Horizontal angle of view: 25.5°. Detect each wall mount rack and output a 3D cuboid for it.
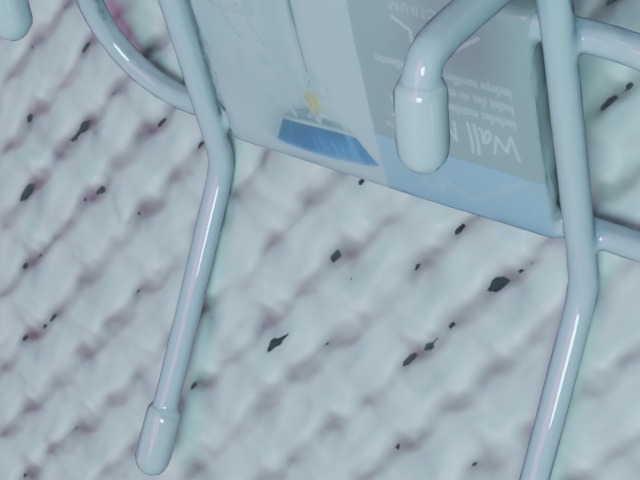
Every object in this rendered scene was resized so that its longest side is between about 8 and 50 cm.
[{"bbox_3d":[0.000,0.000,0.595,0.350,0.130,0.304,21,142,33],"label":"wall mount rack"}]
